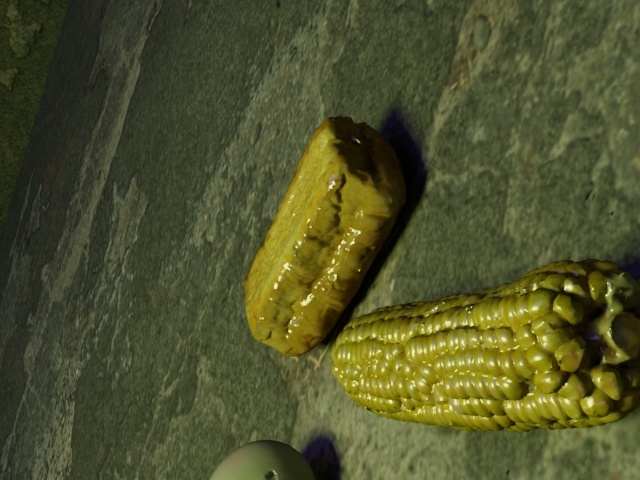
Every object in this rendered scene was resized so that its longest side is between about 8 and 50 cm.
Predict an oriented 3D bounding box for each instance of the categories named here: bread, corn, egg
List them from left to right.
[{"bbox_3d":[-0.053,0.238,0.852,0.103,0.103,0.135,26,102,63],"label":"egg"},{"bbox_3d":[0.000,0.000,0.879,0.211,0.083,0.114,-60,26,31],"label":"bread"},{"bbox_3d":[0.094,0.074,0.648,0.291,0.101,0.101,-15,65,59],"label":"corn"}]
